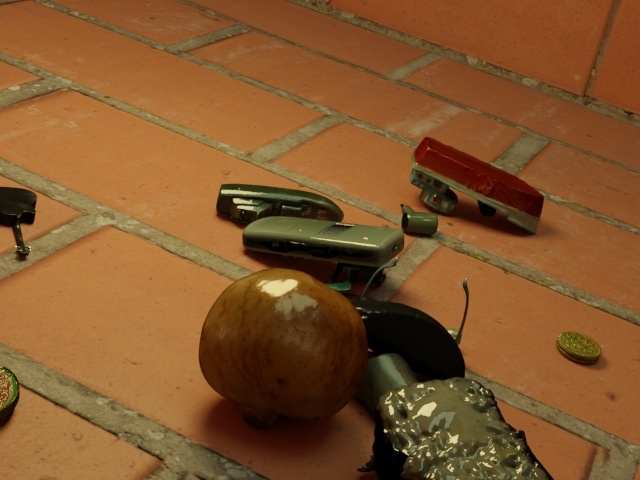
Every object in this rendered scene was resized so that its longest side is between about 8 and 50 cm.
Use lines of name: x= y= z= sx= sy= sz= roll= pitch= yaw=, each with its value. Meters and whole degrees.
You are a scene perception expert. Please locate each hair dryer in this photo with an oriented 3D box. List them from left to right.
hair dryer: x=0.199 y=-0.058 z=2.329 sx=0.071 sy=0.047 sz=0.150 roll=5 pitch=21 yaw=-17

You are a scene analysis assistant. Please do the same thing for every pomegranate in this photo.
pomegranate: x=-0.053 y=0.159 z=1.537 sx=0.248 sy=0.248 sz=0.248 roll=12 pitch=25 yaw=-6

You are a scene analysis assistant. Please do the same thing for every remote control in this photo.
remote control: x=0.000 y=0.000 z=2.003 sx=0.296 sy=0.056 sz=0.140 roll=6 pitch=15 yaw=23

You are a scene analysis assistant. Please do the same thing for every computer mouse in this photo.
computer mouse: x=0.125 y=0.144 z=1.707 sx=0.270 sy=0.086 sz=0.137 roll=28 pitch=-14 yaw=-21

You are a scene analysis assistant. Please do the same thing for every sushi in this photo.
sushi: x=0.171 y=0.318 z=1.387 sx=0.196 sy=0.182 sz=0.343 roll=-3 pitch=29 yaw=-23

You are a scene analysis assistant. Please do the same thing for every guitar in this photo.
guitar: x=-0.537 y=-0.034 z=1.889 sx=0.088 sy=0.025 sz=0.233 roll=4 pitch=27 yaw=-25

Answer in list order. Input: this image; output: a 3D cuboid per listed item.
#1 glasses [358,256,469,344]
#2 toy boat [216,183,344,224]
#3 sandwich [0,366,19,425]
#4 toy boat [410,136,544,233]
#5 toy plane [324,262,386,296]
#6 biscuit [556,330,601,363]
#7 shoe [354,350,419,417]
glasses: x=0.153 y=0.120 z=1.779 sx=0.190 sy=0.220 sz=0.088 roll=19 pitch=64 yaw=5
toy boat: x=-0.079 y=-0.062 z=2.144 sx=0.261 sy=0.078 sz=0.085 roll=7 pitch=45 yaw=-13
sandwich: x=-0.439 y=0.215 z=1.425 sx=0.067 sy=0.029 sz=0.135 roll=9 pitch=26 yaw=1
toy boat: x=0.351 y=-0.105 z=2.425 sx=0.332 sy=0.133 sz=0.145 roll=24 pitch=19 yaw=-6
toy plane: x=0.071 y=0.053 z=2.009 sx=0.096 sy=0.060 sz=0.235 roll=12 pitch=21 yaw=12
biscuit: x=0.476 y=0.198 z=1.972 sx=0.084 sy=0.023 sz=0.084 roll=12 pitch=27 yaw=-6
shoe: x=0.107 y=0.216 z=1.644 sx=0.103 sy=0.100 sz=0.251 roll=-11 pitch=32 yaw=-39
